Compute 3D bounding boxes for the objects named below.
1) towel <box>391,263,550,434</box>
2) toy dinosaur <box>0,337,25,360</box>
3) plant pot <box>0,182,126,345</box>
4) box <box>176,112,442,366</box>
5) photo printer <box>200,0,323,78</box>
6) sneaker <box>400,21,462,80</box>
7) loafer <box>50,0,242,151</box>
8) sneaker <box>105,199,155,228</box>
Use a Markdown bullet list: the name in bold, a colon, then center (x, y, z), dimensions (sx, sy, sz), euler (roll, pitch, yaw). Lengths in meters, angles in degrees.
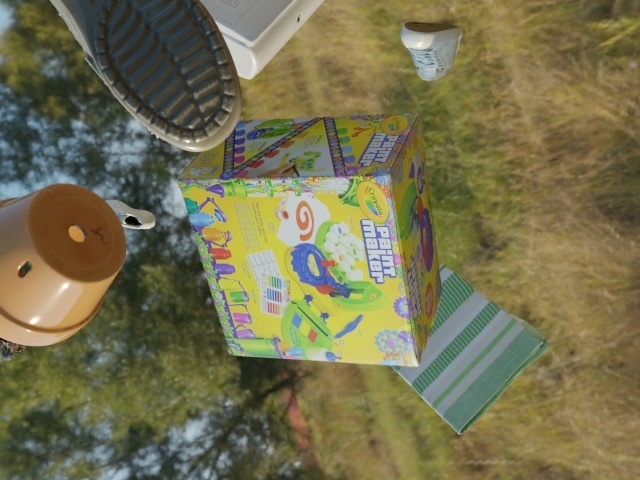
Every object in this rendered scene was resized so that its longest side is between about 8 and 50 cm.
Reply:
- **towel**: center (0.266, 0.205, 1.640), dimensions (0.038, 0.248, 0.325), euler (48, 175, -40)
- **toy dinosaur**: center (-0.737, 0.130, 1.760), dimensions (0.322, 0.164, 0.218), euler (60, -146, -19)
- **plant pot**: center (-0.499, 0.025, 1.514), dimensions (0.291, 0.203, 0.291), euler (27, -133, -34)
- **box**: center (0.000, 0.000, 1.102), dimensions (0.177, 0.279, 0.290), euler (-60, -35, -52)
- **photo printer**: center (-0.131, -0.439, 1.380), dimensions (0.256, 0.307, 0.107), euler (29, 150, 10)
- **sneaker**: center (0.236, -0.391, 1.702), dimensions (0.290, 0.106, 0.123), euler (-27, -50, -63)
- **loafer**: center (-0.157, -0.183, 0.677), dimensions (0.268, 0.102, 0.092), euler (53, 178, 6)
- **sneaker**: center (-0.475, -0.062, 1.950), dimensions (0.061, 0.152, 0.053), euler (-38, -40, -74)
